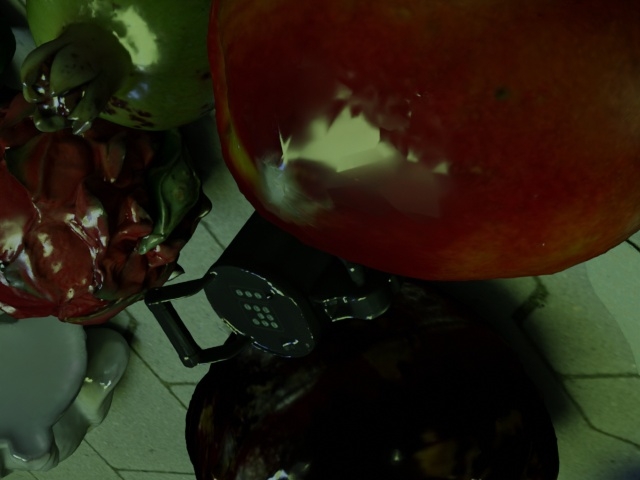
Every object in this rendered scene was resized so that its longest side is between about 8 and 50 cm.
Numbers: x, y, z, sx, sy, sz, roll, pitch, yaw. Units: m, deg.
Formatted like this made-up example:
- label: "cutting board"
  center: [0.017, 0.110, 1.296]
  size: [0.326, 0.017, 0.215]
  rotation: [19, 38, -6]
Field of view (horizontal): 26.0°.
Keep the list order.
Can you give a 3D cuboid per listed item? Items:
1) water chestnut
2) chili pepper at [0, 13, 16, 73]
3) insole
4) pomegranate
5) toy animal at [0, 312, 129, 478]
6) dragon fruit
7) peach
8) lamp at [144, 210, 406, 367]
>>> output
- label: "water chestnut"
  center: [0.061, 0.208, 1.199]
  size: [0.347, 0.335, 0.335]
  rotation: [47, 165, 48]
- label: "chili pepper"
  center: [-0.345, -0.153, 1.281]
  size: [0.136, 0.099, 0.270]
  rotation: [58, 154, 8]
- label: "insole"
  center: [0.263, 0.064, 1.124]
  size: [0.065, 0.004, 0.197]
  rotation: [1, 135, 40]
- label: "pomegranate"
  center: [-0.135, -0.164, 0.993]
  size: [0.179, 0.210, 0.179]
  rotation: [3, 101, 14]
- label: "toy animal"
  center: [-0.355, 0.192, 1.631]
  size: [0.206, 0.272, 0.265]
  rotation: [55, 164, 13]
- label: "dragon fruit"
  center: [-0.237, -0.036, 1.238]
  size: [0.293, 0.234, 0.233]
  rotation: [7, 139, 40]
- label: "peach"
  center: [0.099, -0.114, 0.894]
  size: [0.338, 0.281, 0.281]
  rotation: [-4, 144, -6]
- label: "lamp"
  center: [0.000, 0.000, 1.058]
  size: [0.172, 0.227, 0.147]
  rotation: [7, 139, 35]
